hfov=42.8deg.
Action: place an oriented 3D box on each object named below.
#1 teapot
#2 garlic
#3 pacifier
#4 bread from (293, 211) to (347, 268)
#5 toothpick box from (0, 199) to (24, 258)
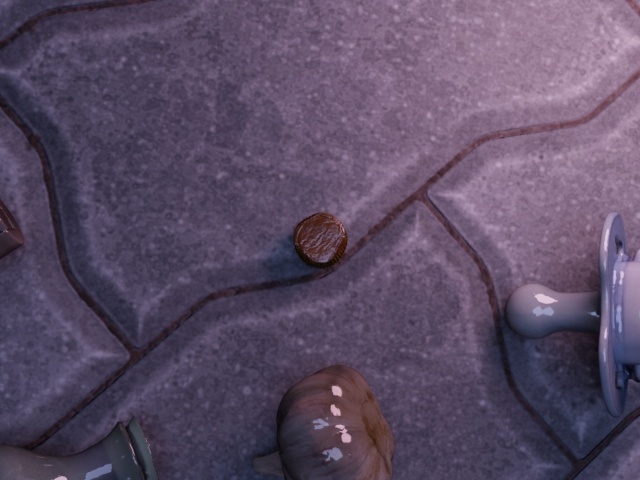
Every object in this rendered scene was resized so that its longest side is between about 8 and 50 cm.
[{"bbox_3d":[-0.356,0.337,1.117,0.251,0.183,0.183,-21,88,-20],"label":"teapot"},{"bbox_3d":[-0.011,0.299,1.157,0.212,0.218,0.218,-25,88,21],"label":"garlic"},{"bbox_3d":[0.397,0.109,1.226,0.233,0.244,0.299,0,79,24],"label":"pacifier"},{"bbox_3d":[0.000,0.000,1.238,0.085,0.053,0.085,-1,77,3],"label":"bread"},{"bbox_3d":[-0.524,0.006,1.148,0.180,0.111,0.111,-33,89,-7],"label":"toothpick box"}]
